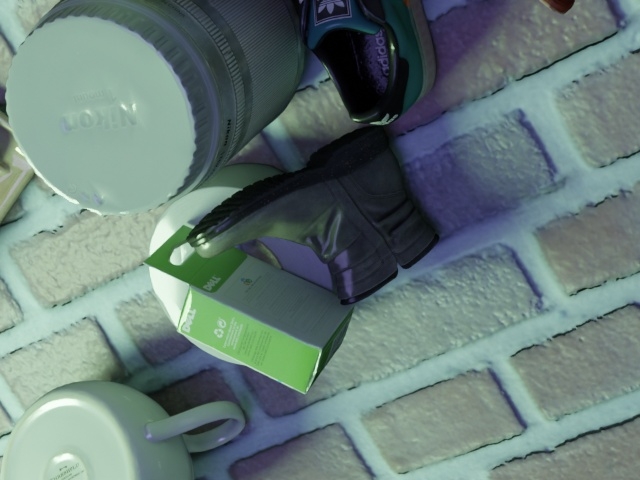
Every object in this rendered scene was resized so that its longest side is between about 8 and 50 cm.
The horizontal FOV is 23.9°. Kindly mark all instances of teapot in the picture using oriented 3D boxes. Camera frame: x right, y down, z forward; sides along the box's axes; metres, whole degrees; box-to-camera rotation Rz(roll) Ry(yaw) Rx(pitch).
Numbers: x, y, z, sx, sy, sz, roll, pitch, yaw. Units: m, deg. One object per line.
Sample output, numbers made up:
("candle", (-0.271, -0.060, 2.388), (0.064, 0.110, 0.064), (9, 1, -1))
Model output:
("teapot", (-0.239, 0.283, 1.806), (0.256, 0.187, 0.253), (15, 93, 34))

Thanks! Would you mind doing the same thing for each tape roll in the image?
("tape roll", (-0.078, 0.028, 1.673), (0.219, 0.072, 0.219), (9, 118, 17))

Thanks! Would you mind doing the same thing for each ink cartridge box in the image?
("ink cartridge box", (-0.080, 0.069, 1.587), (0.209, 0.109, 0.062), (25, 120, 9))

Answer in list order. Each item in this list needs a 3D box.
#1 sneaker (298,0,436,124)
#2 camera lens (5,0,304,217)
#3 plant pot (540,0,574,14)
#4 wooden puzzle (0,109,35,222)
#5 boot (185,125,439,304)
("sneaker", (0.027, -0.256, 1.461), (0.108, 0.121, 0.302), (-13, 107, 29))
("camera lens", (-0.154, -0.167, 1.488), (0.219, 0.274, 0.219), (9, 117, 18))
("plant pot", (0.249, -0.372, 1.249), (0.265, 0.272, 0.272), (-29, 101, 22))
("wooden puzzle", (-0.541, -0.063, 1.752), (0.322, 0.080, 0.348), (36, 100, 2))
("boot", (0.000, 0.000, 1.551), (0.161, 0.246, 0.083), (65, 164, -11))
